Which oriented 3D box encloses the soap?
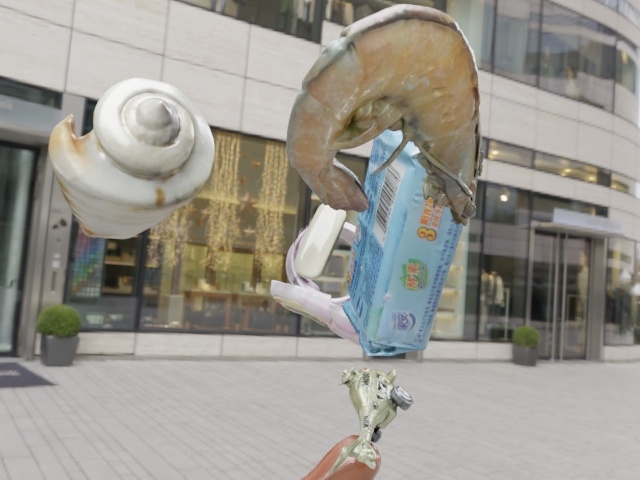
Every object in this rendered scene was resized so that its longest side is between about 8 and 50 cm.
[{"bbox_3d":[0.094,-0.010,0.685,0.077,0.293,0.156,4,26,-13],"label":"soap"}]

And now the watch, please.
[{"bbox_3d":[0.038,0.079,1.280,0.249,0.217,0.211,27,-12,-2],"label":"watch"}]

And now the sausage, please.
[{"bbox_3d":[0.008,0.371,0.886,0.077,0.194,0.077,48,-3,4],"label":"sausage"}]

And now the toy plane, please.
[{"bbox_3d":[0.070,0.251,0.873,0.108,0.092,0.286,39,15,-3],"label":"toy plane"}]

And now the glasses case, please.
[{"bbox_3d":[0.000,0.000,0.605,0.032,0.083,0.021,20,-15,15],"label":"glasses case"}]

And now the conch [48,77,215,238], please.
[{"bbox_3d":[-0.198,-0.059,0.649,0.158,0.127,0.255,-20,-27,-30],"label":"conch"}]

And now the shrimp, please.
[{"bbox_3d":[0.062,-0.065,0.452,0.144,0.052,0.251,-32,-42,7],"label":"shrimp"}]
